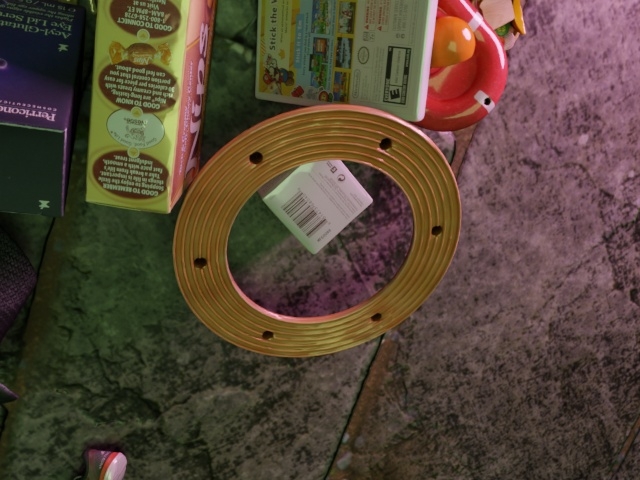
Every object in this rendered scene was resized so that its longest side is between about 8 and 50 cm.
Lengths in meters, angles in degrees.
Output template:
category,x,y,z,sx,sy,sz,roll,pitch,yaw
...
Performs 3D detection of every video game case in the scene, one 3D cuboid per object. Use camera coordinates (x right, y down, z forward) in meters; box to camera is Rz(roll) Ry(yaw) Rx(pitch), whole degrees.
category,x,y,z,sx,sy,sz,roll,pitch,yaw
video game case,0.024,-0.254,0.718,0.206,0.026,0.227,13,112,25

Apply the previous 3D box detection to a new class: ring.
category,x,y,z,sx,sy,sz,roll,pitch,yaw
ring,0.000,0.000,0.772,0.336,0.032,0.337,-7,125,-10

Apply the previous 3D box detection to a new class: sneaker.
category,x,y,z,sx,sy,sz,roll,pitch,yaw
sneaker,-0.307,0.345,0.906,0.064,0.061,0.158,18,104,6

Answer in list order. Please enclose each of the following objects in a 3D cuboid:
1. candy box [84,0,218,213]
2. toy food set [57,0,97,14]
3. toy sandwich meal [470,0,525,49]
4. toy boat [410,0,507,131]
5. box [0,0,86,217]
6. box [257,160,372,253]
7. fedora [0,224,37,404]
category,x,y,z,sx,sy,sz,roll,pitch,yaw
candy box,-0.155,-0.204,0.661,0.087,0.183,0.317,10,107,-4
toy food set,-0.299,-0.252,0.698,0.122,0.019,0.078,-14,113,-3
toy sandwich meal,0.222,-0.275,0.840,0.085,0.029,0.086,-6,111,-15
toy boat,0.125,-0.223,0.763,0.231,0.151,0.151,39,95,-25
box,-0.305,-0.134,0.624,0.153,0.207,0.108,5,136,-19
box,-0.013,-0.061,0.816,0.102,0.087,0.101,-42,116,1
fedora,-0.409,0.019,0.663,0.334,0.334,0.153,44,63,-25
